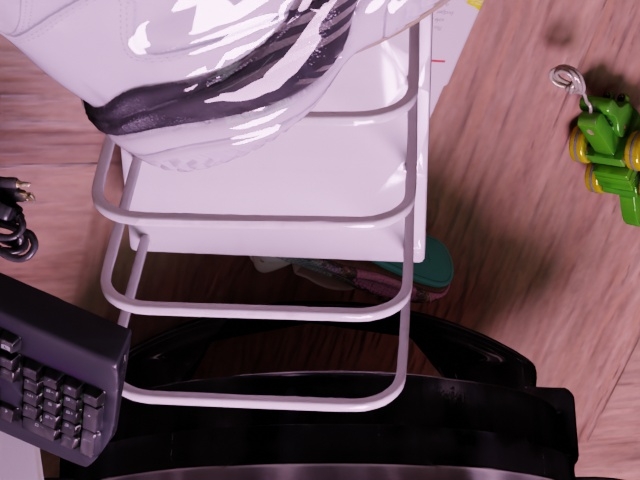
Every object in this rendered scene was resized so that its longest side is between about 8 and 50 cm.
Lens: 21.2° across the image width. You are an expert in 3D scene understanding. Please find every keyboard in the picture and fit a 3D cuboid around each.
[{"bbox_3d":[-0.255,0.015,0.981,0.317,0.033,0.201,22,132,9],"label":"keyboard"}]

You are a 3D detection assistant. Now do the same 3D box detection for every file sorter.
[{"bbox_3d":[-0.035,-0.061,0.974,0.193,0.173,0.277,2,127,4],"label":"file sorter"}]

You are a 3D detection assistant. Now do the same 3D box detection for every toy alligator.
[{"bbox_3d":[0.211,-0.080,1.225,0.051,0.056,0.189,-61,141,-23],"label":"toy alligator"}]

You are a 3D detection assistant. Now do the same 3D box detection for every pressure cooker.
[{"bbox_3d":[-0.003,0.248,1.199,0.370,0.420,0.376,16,158,-42],"label":"pressure cooker"}]

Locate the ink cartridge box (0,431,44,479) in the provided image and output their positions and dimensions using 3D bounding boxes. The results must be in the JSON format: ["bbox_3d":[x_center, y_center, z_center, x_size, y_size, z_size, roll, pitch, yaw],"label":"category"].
[{"bbox_3d":[-0.313,0.194,1.136,0.197,0.114,0.273,0,156,-26],"label":"ink cartridge box"}]

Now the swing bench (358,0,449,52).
[{"bbox_3d":[-0.081,-0.231,0.793,0.165,0.253,0.254,-27,137,3],"label":"swing bench"}]

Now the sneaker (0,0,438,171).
[{"bbox_3d":[-0.010,-0.185,0.583,0.366,0.137,0.210,-42,137,22],"label":"sneaker"}]

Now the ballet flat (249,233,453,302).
[{"bbox_3d":[0.000,0.000,1.198,0.079,0.076,0.221,-29,141,34],"label":"ballet flat"}]

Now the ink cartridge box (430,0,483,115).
[{"bbox_3d":[0.042,-0.158,1.060,0.104,0.061,0.181,3,130,-25],"label":"ink cartridge box"}]
